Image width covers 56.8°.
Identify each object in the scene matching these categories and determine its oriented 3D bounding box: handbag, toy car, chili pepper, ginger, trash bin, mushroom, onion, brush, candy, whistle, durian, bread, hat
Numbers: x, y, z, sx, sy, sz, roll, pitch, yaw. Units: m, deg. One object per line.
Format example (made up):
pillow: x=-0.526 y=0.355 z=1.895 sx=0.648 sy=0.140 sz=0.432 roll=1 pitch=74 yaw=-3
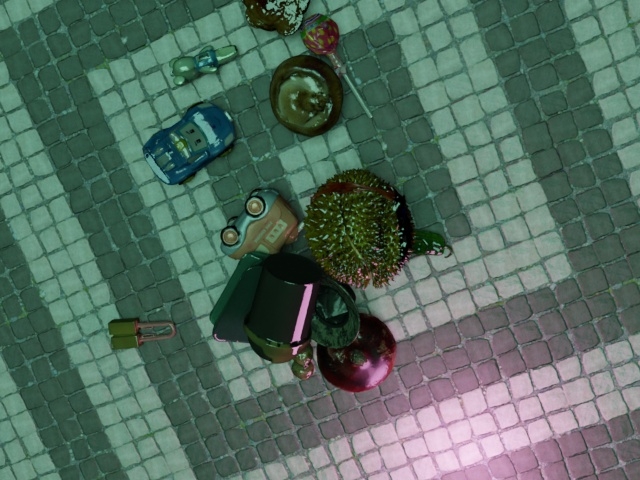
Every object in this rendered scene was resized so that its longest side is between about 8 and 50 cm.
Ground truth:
handbag: x=-0.204 y=0.194 z=1.931 sx=0.238 sy=0.089 sz=0.327 roll=14 pitch=119 yaw=-32
toy car: x=-0.190 y=-0.031 z=1.937 sx=0.212 sy=0.180 sz=0.271 roll=39 pitch=99 yaw=-10
chili pepper: x=0.303 y=0.013 z=1.938 sx=0.256 sy=0.074 sz=0.100 roll=1 pitch=101 yaw=11
ginger: x=-0.063 y=0.378 z=2.010 sx=0.080 sy=0.104 sz=0.204 roll=-4 pitch=113 yaw=-8
trash bin: x=-0.119 y=0.222 z=1.795 sx=0.214 sy=0.214 sz=0.334 roll=16 pitch=119 yaw=4
mushroom: x=-0.045 y=-0.450 z=1.854 sx=0.253 sy=0.153 sz=0.253 roll=10 pitch=119 yaw=19
onion: x=0.114 y=0.364 z=1.937 sx=0.271 sy=0.195 sz=0.272 roll=0 pitch=81 yaw=2
brush: x=-0.627 y=0.325 z=2.092 sx=0.233 sy=0.047 sz=0.103 roll=-5 pitch=97 yaw=7
candy: x=0.066 y=-0.547 z=1.880 sx=0.124 sy=0.124 sz=0.366 roll=-32 pitch=104 yaw=9
toy car: x=-0.427 y=-0.319 z=1.927 sx=0.314 sy=0.166 sz=0.198 roll=-33 pitch=97 yaw=9
whistle: x=-0.379 y=-0.579 z=1.931 sx=0.235 sy=0.077 sz=0.114 roll=-19 pitch=67 yaw=2
durian: x=0.117 y=-0.046 z=1.804 sx=0.347 sy=0.385 sz=0.348 roll=-3 pitch=141 yaw=-2
bread: x=-0.136 y=-0.770 z=1.843 sx=0.231 sy=0.135 sz=0.247 roll=16 pitch=100 yaw=4
hat: x=0.039 y=0.202 z=1.892 sx=0.265 sy=0.128 sz=0.266 roll=15 pitch=117 yaw=31
